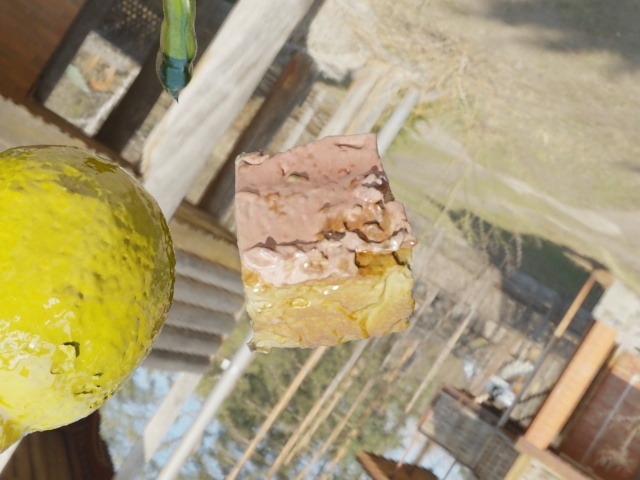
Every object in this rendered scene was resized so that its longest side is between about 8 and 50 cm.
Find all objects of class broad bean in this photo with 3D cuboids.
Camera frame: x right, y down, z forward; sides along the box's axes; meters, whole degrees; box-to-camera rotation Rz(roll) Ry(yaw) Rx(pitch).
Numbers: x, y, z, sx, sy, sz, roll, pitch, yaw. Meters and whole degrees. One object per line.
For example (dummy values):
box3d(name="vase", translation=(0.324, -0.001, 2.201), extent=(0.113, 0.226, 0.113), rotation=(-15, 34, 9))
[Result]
box3d(name="broad bean", translation=(-0.172, -0.235, 1.052), extent=(0.060, 0.043, 0.297), rotation=(65, 161, 13))

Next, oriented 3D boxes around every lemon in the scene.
box3d(name="lemon", translation=(-0.268, 0.048, 0.839), extent=(0.245, 0.320, 0.245), rotation=(10, 148, 6))

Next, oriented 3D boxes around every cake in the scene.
box3d(name="cake", translation=(0.000, 0.000, 1.583), extent=(0.314, 0.307, 0.293), rotation=(-5, 142, -2))
